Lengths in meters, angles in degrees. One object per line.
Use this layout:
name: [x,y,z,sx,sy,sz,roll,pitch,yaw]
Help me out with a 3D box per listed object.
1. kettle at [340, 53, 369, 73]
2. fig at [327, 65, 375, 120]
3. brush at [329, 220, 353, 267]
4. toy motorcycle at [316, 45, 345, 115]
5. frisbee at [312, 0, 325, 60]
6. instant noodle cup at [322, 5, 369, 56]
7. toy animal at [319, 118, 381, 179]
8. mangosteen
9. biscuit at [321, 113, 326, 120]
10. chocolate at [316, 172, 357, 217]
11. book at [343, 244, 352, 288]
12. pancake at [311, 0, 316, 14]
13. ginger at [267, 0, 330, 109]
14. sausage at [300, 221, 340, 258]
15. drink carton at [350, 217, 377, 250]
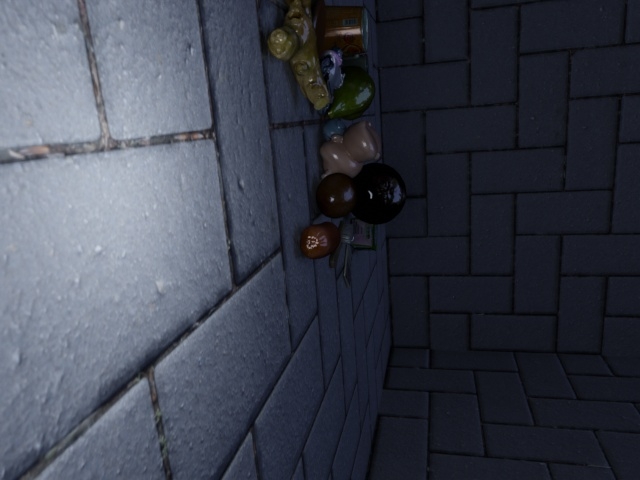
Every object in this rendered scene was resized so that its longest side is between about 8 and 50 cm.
kettle: [0.126,-0.745,2.071,0.127,0.148,0.098,43,50,-73]
fig: [0.099,-0.555,1.901,0.275,0.206,0.206,-55,144,-45]
brush: [0.095,0.015,2.073,0.327,0.065,0.070,-67,156,-56]
toy motorcycle: [0.033,-0.565,1.657,0.239,0.108,0.204,124,-10,-66]
frisbee: [-0.010,-0.698,1.667,0.251,0.021,0.250,10,90,-86]
instant noodle cup: [0.092,-0.807,1.879,0.216,0.172,0.215,0,90,-76]
toy animal: [0.119,-0.340,1.838,0.210,0.221,0.229,-38,129,-62]
mangosteen: [0.244,-0.212,2.300,0.297,0.313,0.297,18,62,-36]
biscuit: [0.013,-0.504,1.866,0.082,0.016,0.092,56,34,-68]
chocolate: [0.050,-0.154,1.740,0.177,0.177,0.176,-1,90,-76]
book: [0.131,0.120,2.306,0.127,0.014,0.181,70,23,-55]
pancake: [-0.039,-0.734,1.581,0.266,0.057,0.244,-23,112,-77]
ginger: [-0.059,-0.599,1.417,0.348,0.122,0.363,61,25,-66]
sausage: [0.000,0.000,1.585,0.259,0.114,0.113,-25,114,-76]
drink carton: [0.230,-0.035,2.529,0.271,0.108,0.161,25,68,-76]
